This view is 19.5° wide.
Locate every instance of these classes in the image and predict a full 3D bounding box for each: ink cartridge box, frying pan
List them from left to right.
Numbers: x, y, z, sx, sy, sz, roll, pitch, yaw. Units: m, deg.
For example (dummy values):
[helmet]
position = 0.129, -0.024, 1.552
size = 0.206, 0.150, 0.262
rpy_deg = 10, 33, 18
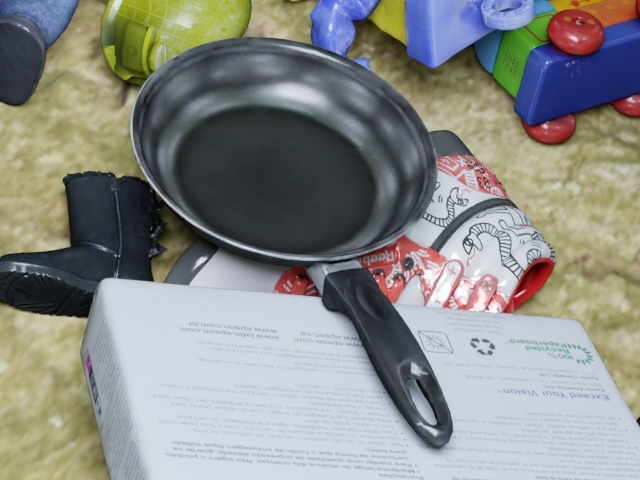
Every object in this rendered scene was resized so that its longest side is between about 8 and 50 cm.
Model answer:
[frying pan]
position = 0.019, -0.013, 1.157
size = 0.197, 0.053, 0.326
rpy_deg = -30, 62, -35
[ink cartridge box]
position = 0.050, 0.152, 1.036
size = 0.324, 0.071, 0.330
rpy_deg = 6, 34, -21

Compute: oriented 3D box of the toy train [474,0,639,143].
[toy train]
position = 0.226, -0.177, 1.453
size = 0.248, 0.105, 0.143
rpy_deg = -18, 50, -30

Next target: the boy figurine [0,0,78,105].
[boy figurine]
position = -0.197, -0.234, 1.340
size = 0.177, 0.092, 0.285
rpy_deg = 23, 50, -2

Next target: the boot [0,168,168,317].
[boot]
position = -0.157, -0.001, 1.215
size = 0.121, 0.045, 0.099
rpy_deg = 11, 55, -21

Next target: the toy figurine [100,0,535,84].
[toy figurine]
position = 0.047, -0.203, 1.301
size = 0.217, 0.191, 0.362
rpy_deg = 34, 50, 31

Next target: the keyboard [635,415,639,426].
[keyboard]
position = 0.281, 0.100, 1.313
size = 0.108, 0.023, 0.180
rpy_deg = 42, 52, 13

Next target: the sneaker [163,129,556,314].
[sneaker]
position = 0.036, 0.025, 1.233
size = 0.270, 0.090, 0.145
rpy_deg = -24, 62, -35
